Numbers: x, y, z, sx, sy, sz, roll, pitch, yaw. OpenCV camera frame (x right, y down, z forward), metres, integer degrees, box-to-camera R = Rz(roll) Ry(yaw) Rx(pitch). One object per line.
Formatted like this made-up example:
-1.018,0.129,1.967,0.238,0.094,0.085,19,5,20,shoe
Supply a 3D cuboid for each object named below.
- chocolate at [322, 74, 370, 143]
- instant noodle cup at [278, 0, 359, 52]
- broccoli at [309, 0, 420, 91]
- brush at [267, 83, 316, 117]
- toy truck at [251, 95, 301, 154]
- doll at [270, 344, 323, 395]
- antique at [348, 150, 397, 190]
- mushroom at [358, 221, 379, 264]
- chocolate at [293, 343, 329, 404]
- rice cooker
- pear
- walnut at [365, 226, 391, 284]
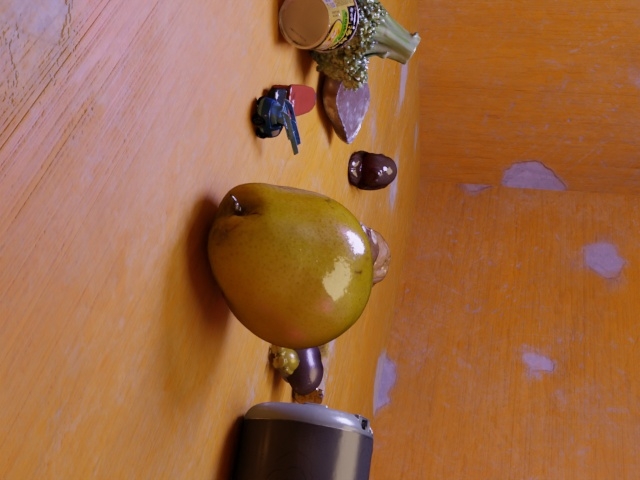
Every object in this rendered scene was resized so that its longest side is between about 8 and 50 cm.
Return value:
0.055,-0.372,2.153,0.157,0.080,0.254,-66,161,-14,chocolate
-0.011,-0.459,1.700,0.122,0.151,0.152,-33,127,-62,instant noodle cup
0.076,-0.476,1.893,0.260,0.235,0.288,50,27,-22,broccoli
-0.052,-0.300,1.760,0.323,0.051,0.071,-43,134,-72,brush
-0.084,-0.219,1.599,0.136,0.074,0.063,76,23,-59,toy truck
-0.060,0.271,1.895,0.188,0.096,0.145,50,25,-38,doll
0.178,-0.223,2.634,0.257,0.143,0.121,5,88,-80,antique
-0.005,0.035,1.972,0.301,0.232,0.208,19,-84,59,mushroom
-0.015,0.332,2.148,0.219,0.085,0.086,-74,164,-55,chocolate
-0.036,0.471,1.629,0.288,0.288,0.277,62,33,-68,rice cooker
-0.049,0.040,1.412,0.336,0.284,0.285,48,48,-70,pear
0.098,0.058,2.308,0.225,0.193,0.193,-41,136,-58,walnut
